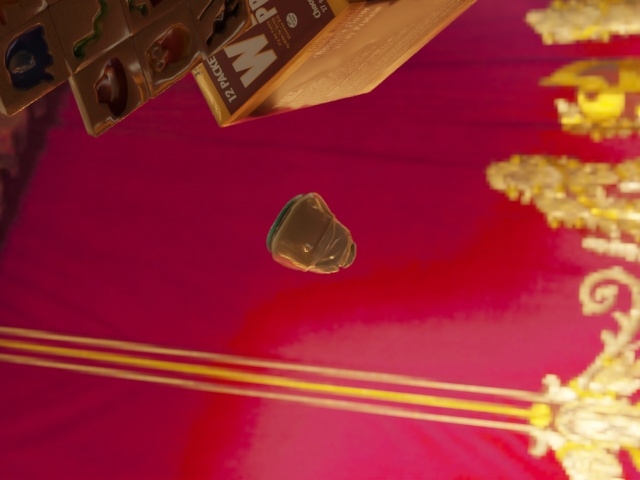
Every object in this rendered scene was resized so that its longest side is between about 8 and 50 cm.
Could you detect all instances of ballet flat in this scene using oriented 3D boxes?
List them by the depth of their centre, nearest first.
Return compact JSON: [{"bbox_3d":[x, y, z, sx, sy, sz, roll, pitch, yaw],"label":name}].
[{"bbox_3d":[0.000,0.000,1.326,0.248,0.086,0.086,14,-101,-85],"label":"ballet flat"}]

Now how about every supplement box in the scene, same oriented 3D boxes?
[{"bbox_3d":[0.004,-0.211,1.046,0.194,0.191,0.129,-20,-102,-43],"label":"supplement box"}]

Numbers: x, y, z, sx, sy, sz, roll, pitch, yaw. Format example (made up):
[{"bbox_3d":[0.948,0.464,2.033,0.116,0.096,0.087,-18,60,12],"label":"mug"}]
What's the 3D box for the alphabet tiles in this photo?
[{"bbox_3d":[-0.096,-0.173,0.584,0.198,0.009,0.237,-41,-40,-29],"label":"alphabet tiles"}]
